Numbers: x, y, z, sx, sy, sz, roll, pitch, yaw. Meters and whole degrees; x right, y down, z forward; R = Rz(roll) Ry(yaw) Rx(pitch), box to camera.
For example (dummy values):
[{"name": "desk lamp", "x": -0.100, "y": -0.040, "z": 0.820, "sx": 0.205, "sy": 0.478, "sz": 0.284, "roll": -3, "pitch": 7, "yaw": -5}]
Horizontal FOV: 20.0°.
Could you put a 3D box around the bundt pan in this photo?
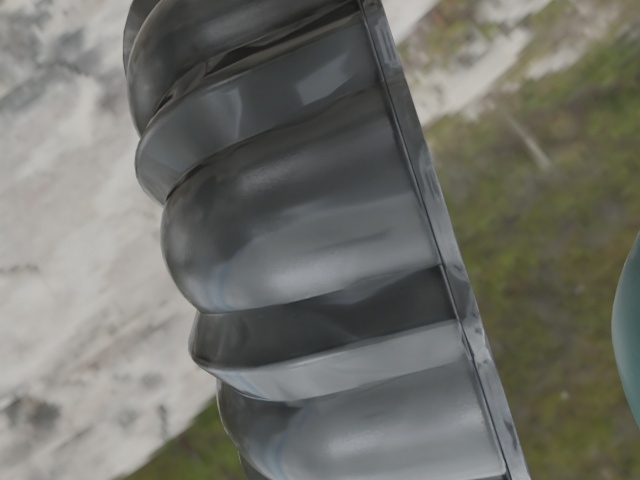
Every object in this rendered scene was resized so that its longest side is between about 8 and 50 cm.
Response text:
[{"name": "bundt pan", "x": 0.000, "y": 0.000, "z": 0.846, "sx": 0.124, "sy": 0.330, "sz": 0.331, "roll": -18, "pitch": 157, "yaw": 3}]

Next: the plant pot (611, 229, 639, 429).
[{"name": "plant pot", "x": 0.299, "y": 0.059, "z": 0.956, "sx": 0.293, "sy": 0.235, "sz": 0.293, "roll": -24, "pitch": 133, "yaw": -29}]
